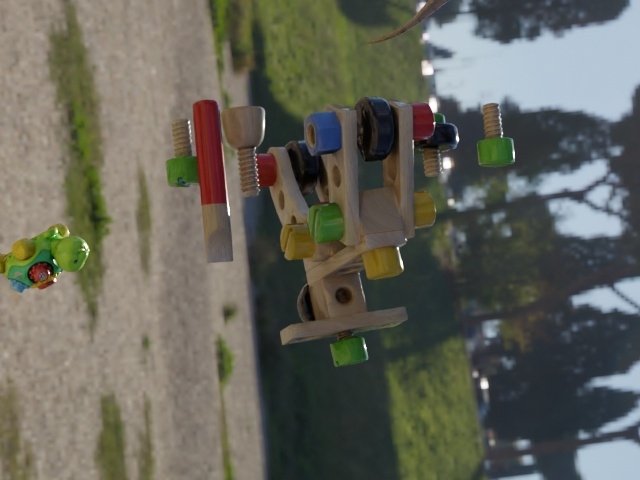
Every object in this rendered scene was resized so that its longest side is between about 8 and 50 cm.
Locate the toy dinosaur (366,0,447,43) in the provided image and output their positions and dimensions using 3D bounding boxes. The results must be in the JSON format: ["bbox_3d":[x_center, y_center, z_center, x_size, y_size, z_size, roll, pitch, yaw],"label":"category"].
[{"bbox_3d":[0.146,-0.267,1.227,0.064,0.211,0.112,44,-12,5],"label":"toy dinosaur"}]

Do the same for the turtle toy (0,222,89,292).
[{"bbox_3d":[-0.342,0.023,1.518,0.066,0.130,0.095,62,31,-3],"label":"turtle toy"}]

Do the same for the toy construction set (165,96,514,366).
[{"bbox_3d":[0.000,0.000,1.147,0.308,0.257,0.237,1,82,-46],"label":"toy construction set"}]
